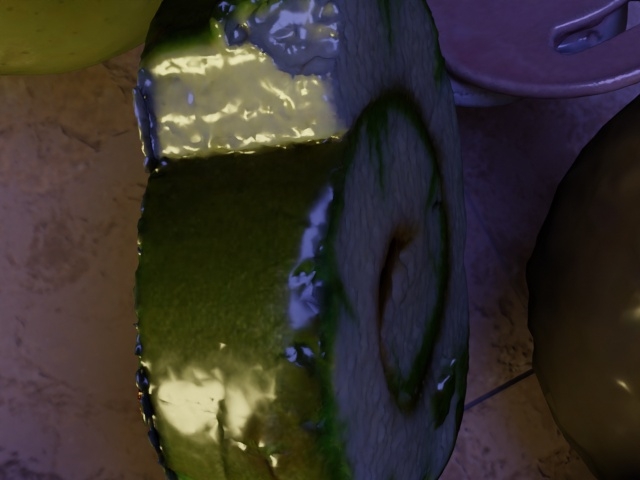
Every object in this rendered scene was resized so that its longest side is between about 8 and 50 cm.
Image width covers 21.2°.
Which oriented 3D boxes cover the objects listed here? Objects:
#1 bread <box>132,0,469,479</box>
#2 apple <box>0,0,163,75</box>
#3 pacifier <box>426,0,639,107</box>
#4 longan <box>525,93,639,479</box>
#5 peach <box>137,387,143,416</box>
[{"bbox_3d":[0.000,0.000,1.075,0.366,0.129,0.382,-72,151,-43],"label":"bread"},{"bbox_3d":[-0.190,-0.279,1.102,0.357,0.357,0.357,9,68,-22],"label":"apple"},{"bbox_3d":[0.152,-0.235,1.283,0.220,0.273,0.332,3,38,-39],"label":"pacifier"},{"bbox_3d":[0.345,0.044,1.196,0.391,0.391,0.391,9,68,-22],"label":"longan"},{"bbox_3d":[-0.083,0.114,1.160,0.083,0.050,0.077,7,46,-32],"label":"peach"}]
